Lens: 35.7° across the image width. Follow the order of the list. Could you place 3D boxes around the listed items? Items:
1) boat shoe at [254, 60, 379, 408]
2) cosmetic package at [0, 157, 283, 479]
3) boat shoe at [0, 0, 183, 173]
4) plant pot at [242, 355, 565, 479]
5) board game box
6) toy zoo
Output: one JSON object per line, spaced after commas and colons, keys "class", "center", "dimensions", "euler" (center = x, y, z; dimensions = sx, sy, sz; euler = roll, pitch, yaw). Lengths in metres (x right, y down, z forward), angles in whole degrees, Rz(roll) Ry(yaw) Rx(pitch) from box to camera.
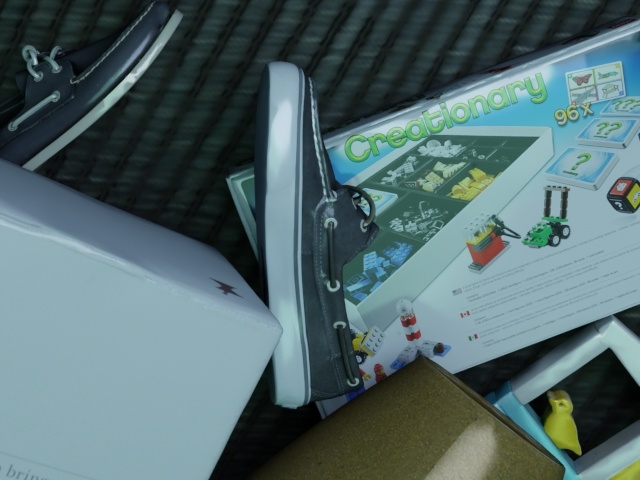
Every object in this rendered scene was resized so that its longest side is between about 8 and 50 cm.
{"class": "boat shoe", "center": [0.000, 0.000, 0.634], "dimensions": [0.076, 0.080, 0.228], "euler": [-4, 105, -9]}
{"class": "cosmetic package", "center": [-0.237, 0.185, 0.600], "dimensions": [0.230, 0.161, 0.453], "euler": [25, 96, -25]}
{"class": "boat shoe", "center": [-0.180, -0.094, 0.651], "dimensions": [0.206, 0.075, 0.065], "euler": [-40, 107, 11]}
{"class": "plant pot", "center": [0.034, 0.209, 0.651], "dimensions": [0.237, 0.237, 0.254], "euler": [37, 91, -12]}
{"class": "board game box", "center": [0.110, -0.014, 0.705], "dimensions": [0.305, 0.053, 0.193], "euler": [-20, 104, 1]}
{"class": "toy zoo", "center": [0.190, 0.187, 0.741], "dimensions": [0.293, 0.030, 0.192], "euler": [-37, 94, 12]}
